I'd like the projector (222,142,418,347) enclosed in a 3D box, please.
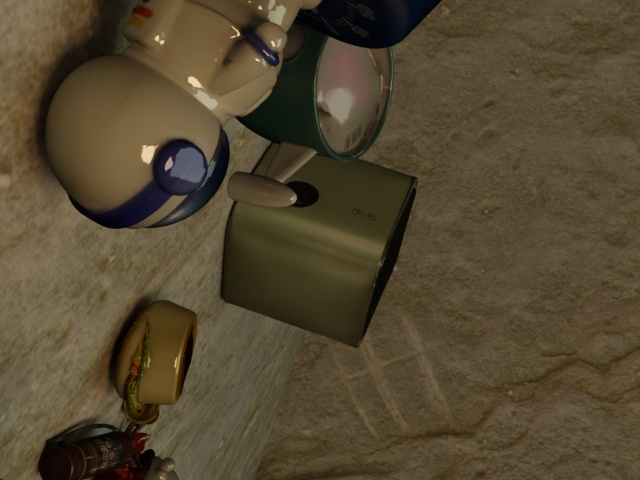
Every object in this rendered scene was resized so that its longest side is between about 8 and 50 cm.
[{"bbox_3d":[0.000,0.000,1.321,0.248,0.249,0.248,100,12,-45],"label":"projector"}]

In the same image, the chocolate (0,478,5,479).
[{"bbox_3d":[-0.212,0.262,0.393,0.137,0.301,0.289,126,-13,-68],"label":"chocolate"}]

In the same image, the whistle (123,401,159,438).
[{"bbox_3d":[-0.235,0.237,1.055,0.109,0.046,0.057,106,-8,-65],"label":"whistle"}]

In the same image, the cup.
[{"bbox_3d":[-0.033,-0.180,0.868,0.167,0.173,0.299,37,72,-59],"label":"cup"}]

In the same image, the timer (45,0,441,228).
[{"bbox_3d":[-0.069,-0.176,0.617,0.383,0.270,0.270,-55,171,-3],"label":"timer"}]

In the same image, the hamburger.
[{"bbox_3d":[-0.196,0.137,0.937,0.126,0.081,0.141,103,-2,-52],"label":"hamburger"}]

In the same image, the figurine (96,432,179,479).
[{"bbox_3d":[-0.239,0.358,1.017,0.183,0.160,0.226,-40,136,-57],"label":"figurine"}]

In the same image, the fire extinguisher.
[{"bbox_3d":[-0.248,0.236,0.879,0.064,0.043,0.158,66,11,12],"label":"fire extinguisher"}]
